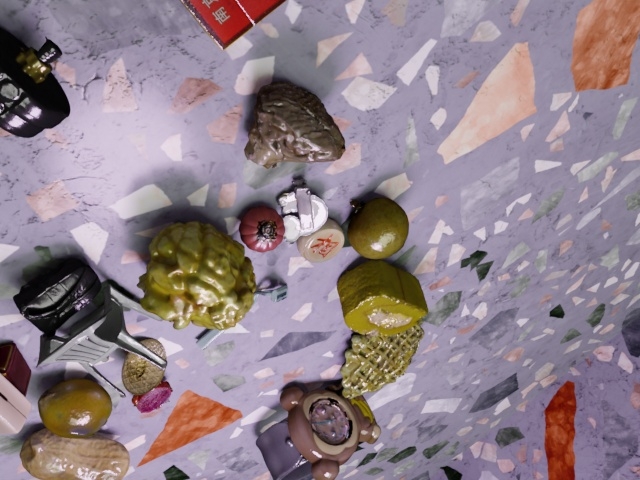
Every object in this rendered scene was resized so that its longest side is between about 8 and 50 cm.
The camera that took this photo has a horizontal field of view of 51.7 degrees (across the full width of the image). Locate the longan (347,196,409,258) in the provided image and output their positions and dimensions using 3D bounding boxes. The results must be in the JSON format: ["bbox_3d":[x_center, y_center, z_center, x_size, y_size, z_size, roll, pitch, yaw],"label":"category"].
[{"bbox_3d":[0.135,-0.035,1.635,0.155,0.176,0.145,-50,-177,-8],"label":"longan"}]

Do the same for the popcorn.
[{"bbox_3d":[-0.267,0.083,1.448,0.257,0.224,0.270,8,137,-15],"label":"popcorn"}]

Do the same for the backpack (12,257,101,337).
[{"bbox_3d":[-0.551,0.111,1.394,0.165,0.105,0.120,-41,146,-21],"label":"backpack"}]

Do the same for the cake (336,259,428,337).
[{"bbox_3d":[0.168,0.168,1.840,0.179,0.156,0.260,-35,137,30],"label":"cake"}]

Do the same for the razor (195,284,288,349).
[{"bbox_3d":[-0.213,0.195,1.723,0.277,0.056,0.111,-33,176,12],"label":"razor"}]

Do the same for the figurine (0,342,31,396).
[{"bbox_3d":[-0.732,0.293,1.503,0.098,0.082,0.154,-3,136,1],"label":"figurine"}]

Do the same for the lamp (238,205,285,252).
[{"bbox_3d":[-0.133,-0.026,1.507,0.107,0.092,0.108,-2,95,-22],"label":"lamp"}]

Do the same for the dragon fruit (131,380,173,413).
[{"bbox_3d":[-0.460,0.410,1.781,0.112,0.068,0.126,-41,149,3],"label":"dragon fruit"}]

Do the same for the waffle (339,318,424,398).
[{"bbox_3d":[0.195,0.371,2.091,0.297,0.073,0.317,-10,125,-29],"label":"waffle"}]

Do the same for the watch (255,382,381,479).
[{"bbox_3d":[-0.022,0.653,2.159,0.335,0.314,0.327,-9,149,-39],"label":"watch"}]

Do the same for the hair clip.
[{"bbox_3d":[-0.039,-0.067,1.541,0.116,0.049,0.172,-6,133,0],"label":"hair clip"}]

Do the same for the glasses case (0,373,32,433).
[{"bbox_3d":[-0.768,0.298,1.408,0.143,0.076,0.337,-2,136,17],"label":"glasses case"}]

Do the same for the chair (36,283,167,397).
[{"bbox_3d":[-0.489,0.226,1.477,0.203,0.191,0.275,-37,136,7],"label":"chair"}]

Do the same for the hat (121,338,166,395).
[{"bbox_3d":[-0.469,0.316,1.688,0.146,0.067,0.146,-16,109,-53],"label":"hat"}]

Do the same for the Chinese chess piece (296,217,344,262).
[{"bbox_3d":[0.000,0.000,1.645,0.122,0.051,0.122,-16,138,-15],"label":"Chinese chess piece"}]

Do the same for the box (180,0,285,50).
[{"bbox_3d":[-0.122,-0.452,1.098,0.239,0.074,0.153,-36,143,7],"label":"box"}]

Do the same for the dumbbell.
[{"bbox_3d":[-0.559,-0.183,1.026,0.388,0.185,0.185,-36,139,6],"label":"dumbbell"}]

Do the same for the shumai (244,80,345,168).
[{"bbox_3d":[-0.065,-0.205,1.326,0.205,0.166,0.175,31,123,-20],"label":"shumai"}]

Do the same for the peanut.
[{"bbox_3d":[-0.668,0.596,1.789,0.291,0.143,0.159,27,123,-39],"label":"peanut"}]

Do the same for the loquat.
[{"bbox_3d":[-0.611,0.415,1.640,0.152,0.152,0.195,-42,130,14],"label":"loquat"}]
